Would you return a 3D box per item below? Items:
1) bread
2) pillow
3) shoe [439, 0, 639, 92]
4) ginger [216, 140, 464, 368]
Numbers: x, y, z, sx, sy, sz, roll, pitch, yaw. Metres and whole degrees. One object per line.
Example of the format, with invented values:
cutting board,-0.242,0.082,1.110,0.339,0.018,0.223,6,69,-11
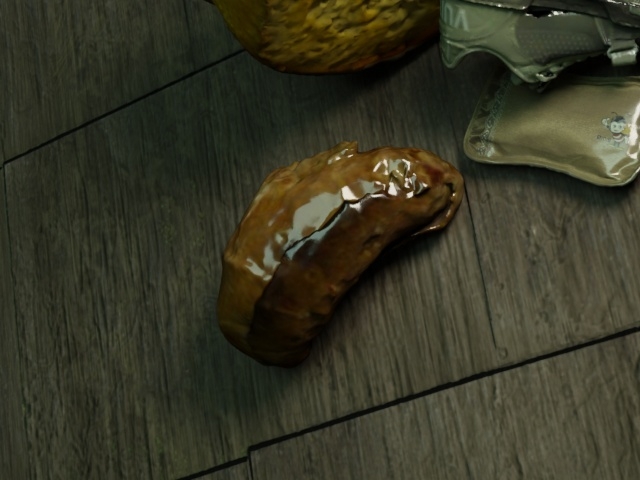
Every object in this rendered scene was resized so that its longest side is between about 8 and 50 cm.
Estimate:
bread,0.034,-0.348,1.577,0.398,0.398,0.215,-36,64,20
pillow,0.255,-0.125,1.556,0.217,0.033,0.130,17,79,37
shoe,0.259,-0.218,1.526,0.292,0.149,0.109,10,39,1
ginger,0.000,0.000,1.609,0.321,0.172,0.165,-43,20,17
